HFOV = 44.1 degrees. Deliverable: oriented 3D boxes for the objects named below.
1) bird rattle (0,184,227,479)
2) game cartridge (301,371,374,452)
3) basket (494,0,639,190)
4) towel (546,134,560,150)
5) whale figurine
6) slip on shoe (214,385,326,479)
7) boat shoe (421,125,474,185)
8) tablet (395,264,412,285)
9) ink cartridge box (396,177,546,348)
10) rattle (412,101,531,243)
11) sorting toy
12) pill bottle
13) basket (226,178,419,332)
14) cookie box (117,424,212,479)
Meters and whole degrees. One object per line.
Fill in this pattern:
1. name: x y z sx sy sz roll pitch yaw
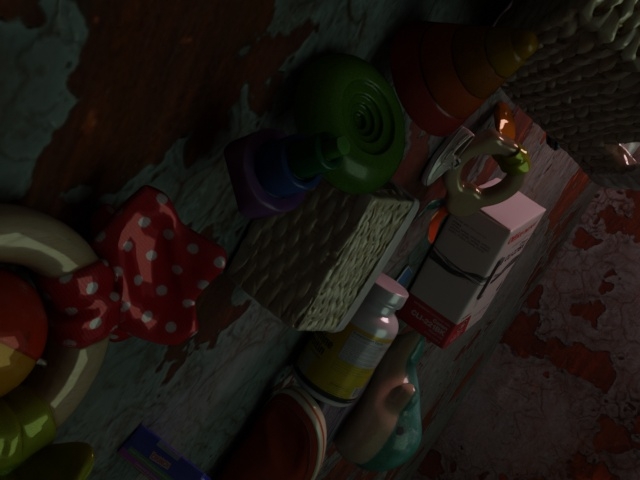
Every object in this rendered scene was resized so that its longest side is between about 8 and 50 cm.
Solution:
1. bird rattle: -0.179 0.064 0.485 0.253 0.143 0.207 -55 144 -8
2. game cartridge: 0.002 0.295 1.345 0.196 0.060 0.294 -13 135 -56
3. basket: 0.392 -0.257 0.889 0.331 0.266 0.328 -54 -171 -2
4. towel: 0.453 -0.316 1.198 0.271 0.040 0.370 -33 146 -5
5. whale figurine: 0.137 0.303 1.481 0.216 0.141 0.272 -32 -153 61
6. slip on shoe: -0.093 0.346 1.132 0.101 0.123 0.331 -12 138 -56
7. boat shoe: 0.181 -0.115 1.116 0.100 0.035 0.035 -54 160 -3
8. tablet: 0.128 0.081 1.352 0.083 0.006 0.054 -52 160 -4
9. ink cartridge box: 0.280 0.039 1.465 0.197 0.114 0.273 -23 143 -54
10. rattle: 0.218 -0.108 1.220 0.130 0.143 0.200 11 134 -34
11. sorting toy: 0.078 -0.122 0.678 0.126 0.127 0.365 -13 -164 45
12. pill bottle: 0.045 0.134 1.110 0.184 0.103 0.103 -60 159 13
13. basket: 0.000 0.000 0.786 0.167 0.113 0.103 -60 157 14
14. cookie box: -0.160 0.252 0.858 0.040 0.092 0.107 -51 159 -19
